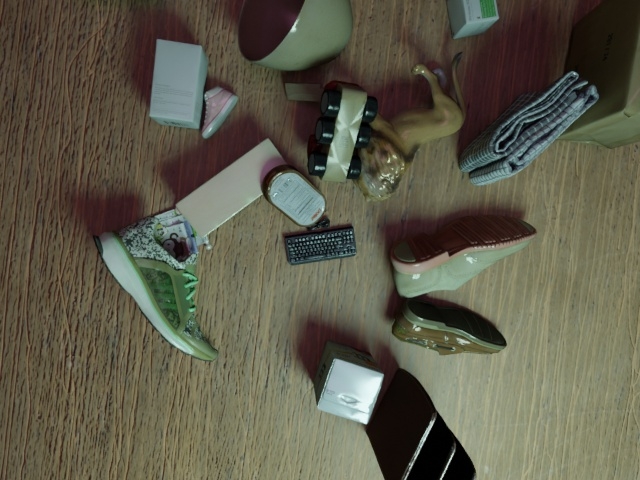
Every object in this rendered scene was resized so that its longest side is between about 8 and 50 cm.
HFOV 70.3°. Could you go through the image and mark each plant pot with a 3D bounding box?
[{"bbox_3d":[-0.035,-0.515,1.051,0.190,0.284,0.284,12,92,-40],"label":"plant pot"}]

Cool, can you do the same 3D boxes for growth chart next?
[{"bbox_3d":[-0.395,0.009,1.145,0.237,0.021,0.172,-26,95,-2],"label":"growth chart"}]

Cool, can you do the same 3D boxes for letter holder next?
[{"bbox_3d":[0.243,0.454,1.071,0.151,0.302,0.215,25,90,-5],"label":"letter holder"}]

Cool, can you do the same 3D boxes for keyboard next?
[{"bbox_3d":[0.000,0.000,1.174,0.180,0.023,0.108,-9,93,-5],"label":"keyboard"}]

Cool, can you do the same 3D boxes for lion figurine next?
[{"bbox_3d":[0.230,-0.278,1.115,0.392,0.142,0.240,-30,80,5],"label":"lion figurine"}]

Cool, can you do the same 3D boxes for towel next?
[{"bbox_3d":[0.484,-0.267,1.097,0.283,0.235,0.121,-42,89,-2],"label":"towel"}]

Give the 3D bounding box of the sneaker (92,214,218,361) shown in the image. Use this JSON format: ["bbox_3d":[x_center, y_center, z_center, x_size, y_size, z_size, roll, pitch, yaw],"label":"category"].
[{"bbox_3d":[-0.348,0.112,1.088,0.182,0.158,0.410,-38,106,-17],"label":"sneaker"}]

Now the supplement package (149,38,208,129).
[{"bbox_3d":[-0.337,-0.370,1.091,0.105,0.105,0.180,7,92,-4],"label":"supplement package"}]

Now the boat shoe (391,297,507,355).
[{"bbox_3d":[0.329,0.239,1.178,0.307,0.111,0.105,20,119,-11],"label":"boat shoe"}]

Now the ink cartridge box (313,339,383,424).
[{"bbox_3d":[0.063,0.341,1.115,0.128,0.176,0.128,19,91,-5],"label":"ink cartridge box"}]

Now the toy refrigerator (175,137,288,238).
[{"bbox_3d":[-0.210,-0.127,1.111,0.269,0.094,0.102,-38,100,-6],"label":"toy refrigerator"}]

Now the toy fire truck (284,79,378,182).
[{"bbox_3d":[0.004,-0.284,1.092,0.158,0.246,0.217,2,122,-19],"label":"toy fire truck"}]

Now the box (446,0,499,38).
[{"bbox_3d":[0.380,-0.580,1.140,0.087,0.102,0.101,-11,94,-2],"label":"box"}]

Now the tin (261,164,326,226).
[{"bbox_3d":[-0.061,-0.104,1.108,0.106,0.040,0.189,-46,131,6],"label":"tin"}]

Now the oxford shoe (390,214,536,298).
[{"bbox_3d":[0.364,0.039,1.172,0.396,0.140,0.147,-13,124,-8],"label":"oxford shoe"}]

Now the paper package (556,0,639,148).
[{"bbox_3d":[0.727,-0.408,1.070,0.168,0.309,0.325,9,91,0],"label":"paper package"}]

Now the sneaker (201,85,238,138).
[{"bbox_3d":[-0.270,-0.322,1.127,0.070,0.051,0.134,35,86,-3],"label":"sneaker"}]
